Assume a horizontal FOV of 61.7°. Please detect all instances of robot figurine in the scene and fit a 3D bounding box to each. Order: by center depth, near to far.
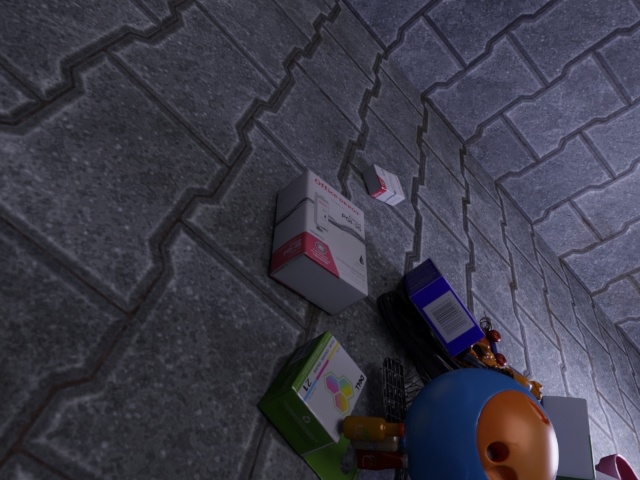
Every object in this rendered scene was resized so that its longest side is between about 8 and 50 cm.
[{"bbox_3d":[0.457,0.344,1.469,0.291,0.085,0.211,35,-5,-19],"label":"robot figurine"}]

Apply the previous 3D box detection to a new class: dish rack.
[{"bbox_3d":[0.220,0.400,1.242,0.271,0.074,0.208,34,36,-28],"label":"dish rack"}]

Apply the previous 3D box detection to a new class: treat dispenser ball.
[{"bbox_3d":[0.302,0.393,1.033,0.288,0.288,0.288,34,37,-31],"label":"treat dispenser ball"}]

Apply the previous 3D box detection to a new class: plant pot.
[{"bbox_3d":[0.892,0.794,1.679,0.201,0.180,0.201,34,37,-30],"label":"plant pot"}]

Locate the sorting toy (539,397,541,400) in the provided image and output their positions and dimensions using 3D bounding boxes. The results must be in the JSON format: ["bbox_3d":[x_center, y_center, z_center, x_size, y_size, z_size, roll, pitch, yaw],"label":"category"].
[{"bbox_3d":[0.736,0.536,1.855,0.075,0.044,0.083,46,27,-53],"label":"sorting toy"}]

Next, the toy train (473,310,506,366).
[{"bbox_3d":[0.475,0.297,1.670,0.143,0.105,0.248,25,40,-20],"label":"toy train"}]

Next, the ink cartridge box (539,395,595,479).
[{"bbox_3d":[0.656,0.569,1.475,0.278,0.117,0.201,69,26,-55],"label":"ink cartridge box"}]

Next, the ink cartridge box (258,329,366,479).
[{"bbox_3d":[0.030,0.332,1.017,0.255,0.097,0.189,51,31,-6],"label":"ink cartridge box"}]

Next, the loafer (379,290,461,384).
[{"bbox_3d":[0.271,0.255,1.418,0.303,0.095,0.109,59,33,5],"label":"loafer"}]

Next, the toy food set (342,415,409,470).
[{"bbox_3d":[0.106,0.420,0.952,0.111,0.104,0.232,-2,89,-72],"label":"toy food set"}]

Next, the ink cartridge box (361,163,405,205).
[{"bbox_3d":[0.210,-0.182,1.784,0.135,0.056,0.099,18,48,-45],"label":"ink cartridge box"}]

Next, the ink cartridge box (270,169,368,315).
[{"bbox_3d":[0.000,0.000,1.267,0.207,0.117,0.283,35,37,-30],"label":"ink cartridge box"}]

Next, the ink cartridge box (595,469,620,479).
[{"bbox_3d":[0.807,0.813,1.450,0.198,0.197,0.270,17,18,23],"label":"ink cartridge box"}]

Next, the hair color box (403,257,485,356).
[{"bbox_3d":[0.321,0.168,1.449,0.185,0.110,0.339,55,10,0],"label":"hair color box"}]
